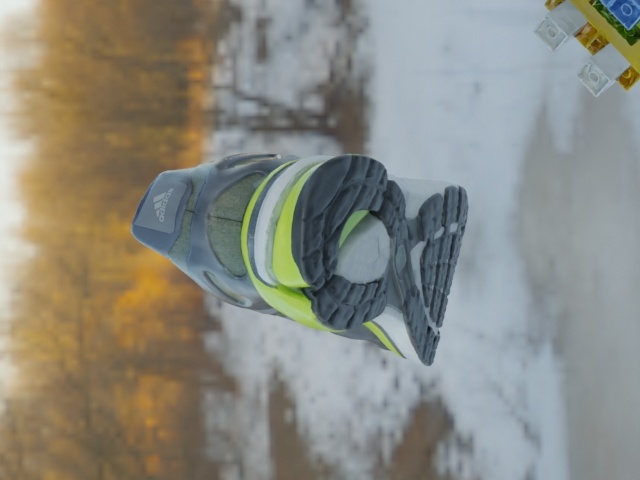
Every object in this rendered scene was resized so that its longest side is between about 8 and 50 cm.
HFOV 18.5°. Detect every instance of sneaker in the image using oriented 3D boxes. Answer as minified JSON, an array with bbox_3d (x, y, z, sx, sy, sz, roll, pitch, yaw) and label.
[{"bbox_3d":[0.000,0.000,1.104,0.300,0.121,0.111,29,-106,-67],"label":"sneaker"}]

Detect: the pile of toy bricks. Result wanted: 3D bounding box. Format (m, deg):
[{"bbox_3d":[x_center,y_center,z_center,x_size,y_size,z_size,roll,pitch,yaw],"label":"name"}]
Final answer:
[{"bbox_3d":[0.122,-0.190,0.989,0.212,0.105,0.118,48,143,7],"label":"pile of toy bricks"}]
